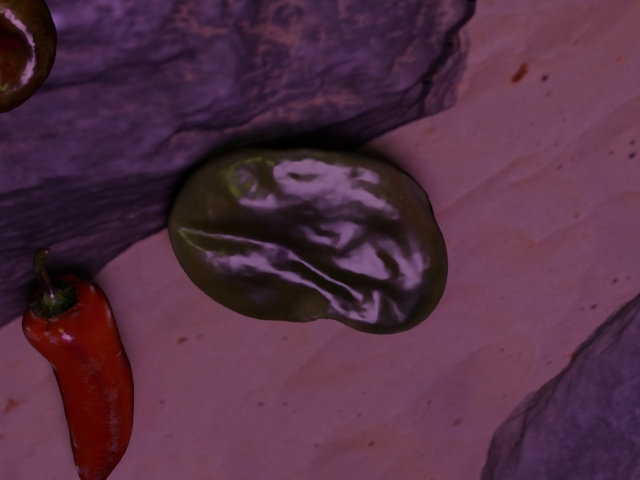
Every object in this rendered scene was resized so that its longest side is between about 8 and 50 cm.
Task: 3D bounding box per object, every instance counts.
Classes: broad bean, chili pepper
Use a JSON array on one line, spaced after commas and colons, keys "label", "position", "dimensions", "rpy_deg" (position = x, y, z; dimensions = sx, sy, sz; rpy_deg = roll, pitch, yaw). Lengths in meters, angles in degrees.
[{"label": "broad bean", "position": [-0.001, -0.001, 1.171], "dimensions": [0.206, 0.072, 0.153], "rpy_deg": [20, 113, -28]}, {"label": "chili pepper", "position": [-0.173, 0.096, 1.204], "dimensions": [0.063, 0.071, 0.272], "rpy_deg": [-45, 146, -32]}]

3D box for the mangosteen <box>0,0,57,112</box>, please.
[{"label": "mangosteen", "position": [-0.244, -0.136, 0.907], "dimensions": [0.209, 0.210, 0.210], "rpy_deg": [-8, 129, -10]}]
